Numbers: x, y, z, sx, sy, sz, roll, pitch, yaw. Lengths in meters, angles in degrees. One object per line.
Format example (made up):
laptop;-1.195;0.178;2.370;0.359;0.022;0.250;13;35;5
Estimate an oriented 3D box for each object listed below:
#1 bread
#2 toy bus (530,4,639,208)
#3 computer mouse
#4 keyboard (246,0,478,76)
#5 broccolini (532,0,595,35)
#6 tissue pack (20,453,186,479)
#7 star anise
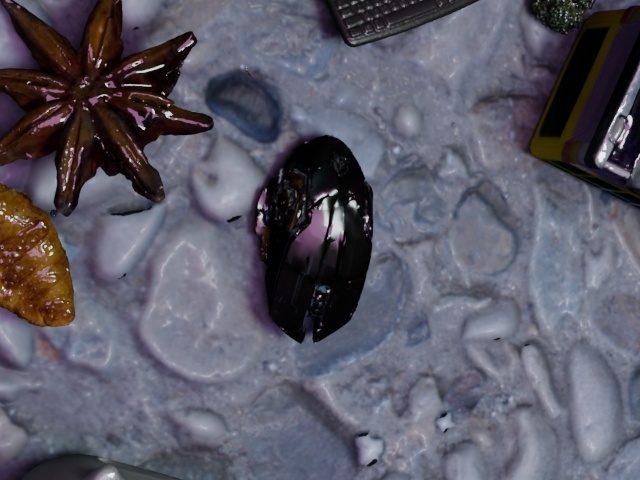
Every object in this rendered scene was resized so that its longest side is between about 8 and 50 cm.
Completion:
bread;-0.333;-0.005;1.360;0.105;0.076;0.233;-39;117;2
toy bus;0.497;-0.096;1.564;0.439;0.249;0.209;24;90;-16
computer mouse;0.000;0.000;1.486;0.146;0.077;0.242;3;97;-19
keyboard;0.082;-0.285;1.488;0.381;0.041;0.103;-24;88;-13
broccolini;0.365;-0.420;1.575;0.074;0.079;0.392;32;79;-16
tissue pack;-0.183;0.356;1.389;0.333;0.229;0.236;22;91;-22
star anise;-0.239;-0.144;1.369;0.271;0.102;0.272;1;78;-4
